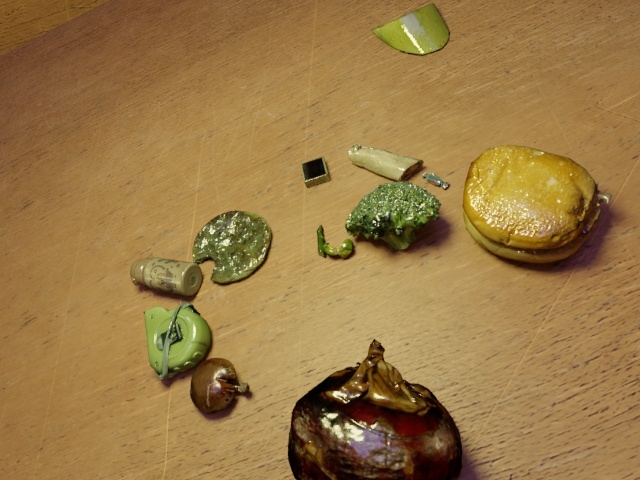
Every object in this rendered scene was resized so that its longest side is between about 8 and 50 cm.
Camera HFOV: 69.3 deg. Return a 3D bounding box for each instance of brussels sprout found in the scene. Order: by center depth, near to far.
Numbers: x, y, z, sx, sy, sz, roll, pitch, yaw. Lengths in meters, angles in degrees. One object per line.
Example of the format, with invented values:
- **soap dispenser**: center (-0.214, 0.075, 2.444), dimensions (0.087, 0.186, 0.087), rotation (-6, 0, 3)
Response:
- **brussels sprout**: center (0.049, 0.023, 1.269), dimensions (0.083, 0.046, 0.051), rotation (-10, 63, 13)

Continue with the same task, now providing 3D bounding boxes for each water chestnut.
- **water chestnut**: center (0.105, 0.354, 0.894), dimensions (0.335, 0.335, 0.347), rotation (4, 93, 20)

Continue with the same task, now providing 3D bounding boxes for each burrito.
- **burrito**: center (0.184, -0.232, 1.368), dimensions (0.226, 0.060, 0.087), rotation (25, 70, 28)

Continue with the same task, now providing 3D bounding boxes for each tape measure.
- **tape measure**: center (-0.383, 0.260, 1.231), dimensions (0.175, 0.106, 0.200), rotation (-20, 58, 9)

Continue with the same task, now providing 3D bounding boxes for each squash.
- **squash**: center (0.332, -0.732, 1.645), dimensions (0.237, 0.155, 0.204), rotation (-24, 19, 5)

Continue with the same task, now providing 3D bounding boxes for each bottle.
- **bottle**: center (-0.456, 0.095, 1.358), dimensions (0.209, 0.097, 0.110), rotation (7, 51, 22)

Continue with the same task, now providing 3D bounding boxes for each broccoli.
- **broccoli**: center (0.182, -0.063, 1.207), dimensions (0.176, 0.198, 0.226), rotation (38, 107, -1)

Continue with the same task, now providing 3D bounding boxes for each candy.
- **candy**: center (0.326, -0.173, 1.311), dimensions (0.030, 0.020, 0.083), rotation (-44, 56, -11)

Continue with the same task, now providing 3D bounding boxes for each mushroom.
- **mushroom**: center (-0.254, 0.359, 1.148), dimensions (0.170, 0.080, 0.135), rotation (-5, 69, 19)

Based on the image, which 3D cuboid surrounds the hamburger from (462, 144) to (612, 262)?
- **hamburger**: center (0.504, -0.091, 1.116), dimensions (0.314, 0.170, 0.290), rotation (21, 72, 26)

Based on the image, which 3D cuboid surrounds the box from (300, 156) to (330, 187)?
- **box**: center (-0.018, -0.212, 1.436), dimensions (0.083, 0.035, 0.079), rotation (-17, 57, 7)

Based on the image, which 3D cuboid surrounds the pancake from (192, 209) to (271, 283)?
- **pancake**: center (-0.260, 0.013, 1.381), dimensions (0.253, 0.037, 0.253), rotation (-7, 59, 13)

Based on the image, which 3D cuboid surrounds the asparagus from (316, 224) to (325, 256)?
- **asparagus**: center (0.001, -0.001, 1.312), dimensions (0.021, 0.025, 0.108), rotation (0, 55, -5)
